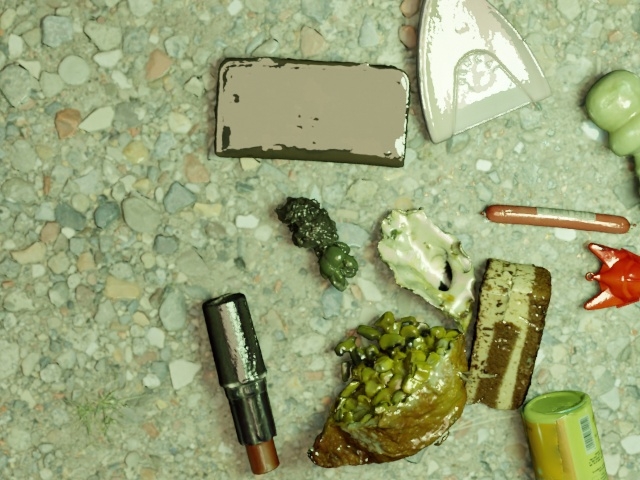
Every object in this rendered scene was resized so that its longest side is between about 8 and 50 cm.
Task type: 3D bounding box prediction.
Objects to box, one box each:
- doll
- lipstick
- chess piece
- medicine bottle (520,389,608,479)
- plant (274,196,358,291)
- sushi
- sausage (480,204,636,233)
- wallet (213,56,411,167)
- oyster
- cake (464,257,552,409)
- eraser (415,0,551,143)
[{"bbox_3d":[0.508,0.062,1.815,0.169,0.057,0.109,4,94,0],"label":"doll"},{"bbox_3d":[-0.121,0.231,1.817,0.081,0.081,0.300,-14,95,1],"label":"lipstick"},{"bbox_3d":[0.511,-0.157,1.764,0.133,0.133,0.243,-39,91,3],"label":"chess piece"},{"bbox_3d":[0.400,0.369,1.818,0.124,0.124,0.239,-12,97,1],"label":"medicine bottle"},{"bbox_3d":[0.000,0.000,1.799,0.085,0.087,0.174,-36,90,33],"label":"plant"},{"bbox_3d":[0.111,0.241,1.789,0.296,0.167,0.179,-35,119,9],"label":"sushi"},{"bbox_3d":[0.383,-0.034,1.817,0.253,0.034,0.034,6,96,-1],"label":"sausage"},{"bbox_3d":[-0.014,-0.204,1.791,0.309,0.042,0.165,3,98,0],"label":"wallet"},{"bbox_3d":[0.176,0.040,1.809,0.209,0.072,0.133,33,71,5],"label":"oyster"},{"bbox_3d":[0.302,0.144,1.832,0.112,0.135,0.246,9,126,8],"label":"cake"},{"bbox_3d":[0.228,-0.300,1.773,0.204,0.059,0.243,-21,99,2],"label":"eraser"}]
